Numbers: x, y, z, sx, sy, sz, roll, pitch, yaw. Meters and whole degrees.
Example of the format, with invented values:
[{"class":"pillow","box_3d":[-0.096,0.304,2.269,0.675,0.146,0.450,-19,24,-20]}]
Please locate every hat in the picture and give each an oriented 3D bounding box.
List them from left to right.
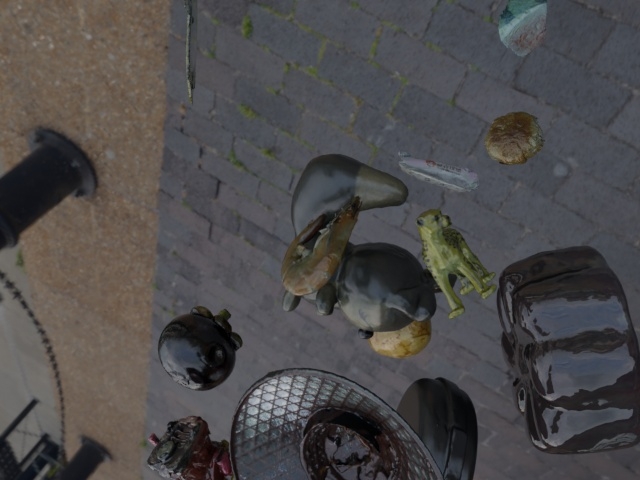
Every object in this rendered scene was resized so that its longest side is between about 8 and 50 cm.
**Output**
[{"class":"hat","box_3d":[0.026,0.175,0.488,0.192,0.082,0.193,9,109,29]}]

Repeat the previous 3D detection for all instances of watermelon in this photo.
[{"class":"watermelon","box_3d":[0.420,-0.458,1.232,0.081,0.180,0.094,12,171,36]}]

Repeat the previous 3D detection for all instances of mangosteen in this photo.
[{"class":"mangosteen","box_3d":[-0.198,0.176,1.042,0.137,0.151,0.137,22,141,19]}]

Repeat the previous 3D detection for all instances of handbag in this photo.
[{"class":"handbag","box_3d":[0.151,0.363,0.942,0.092,0.254,0.308,15,96,-1]}]

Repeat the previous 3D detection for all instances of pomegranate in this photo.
[{"class":"pomegranate","box_3d":[0.228,0.253,1.875,0.215,0.215,0.216,19,138,18]}]

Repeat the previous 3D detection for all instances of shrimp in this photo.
[{"class":"shrimp","box_3d":[0.003,0.002,1.182,0.053,0.236,0.133,41,162,-35]}]

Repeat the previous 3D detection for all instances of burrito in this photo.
[{"class":"burrito","box_3d":[0.277,-0.160,1.454,0.203,0.064,0.064,17,139,5]}]

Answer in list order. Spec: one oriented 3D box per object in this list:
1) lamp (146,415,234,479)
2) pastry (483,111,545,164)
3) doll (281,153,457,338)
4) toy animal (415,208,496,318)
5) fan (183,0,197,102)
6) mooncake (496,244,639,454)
[{"class":"lamp","box_3d":[-0.167,0.392,0.999,0.118,0.118,0.253,-4,130,38]},{"class":"pastry","box_3d":[0.504,-0.265,1.607,0.153,0.154,0.081,10,159,27]},{"class":"doll","box_3d":[0.094,0.027,1.314,0.381,0.252,0.379,7,119,18]},{"class":"toy animal","box_3d":[0.182,0.016,0.847,0.073,0.181,0.136,-34,87,21]},{"class":"fan","box_3d":[-0.204,-0.339,0.977,0.011,0.230,0.335,2,-177,-8]},{"class":"mooncake","box_3d":[0.366,0.166,0.928,0.154,0.306,0.306,-11,128,6]}]
